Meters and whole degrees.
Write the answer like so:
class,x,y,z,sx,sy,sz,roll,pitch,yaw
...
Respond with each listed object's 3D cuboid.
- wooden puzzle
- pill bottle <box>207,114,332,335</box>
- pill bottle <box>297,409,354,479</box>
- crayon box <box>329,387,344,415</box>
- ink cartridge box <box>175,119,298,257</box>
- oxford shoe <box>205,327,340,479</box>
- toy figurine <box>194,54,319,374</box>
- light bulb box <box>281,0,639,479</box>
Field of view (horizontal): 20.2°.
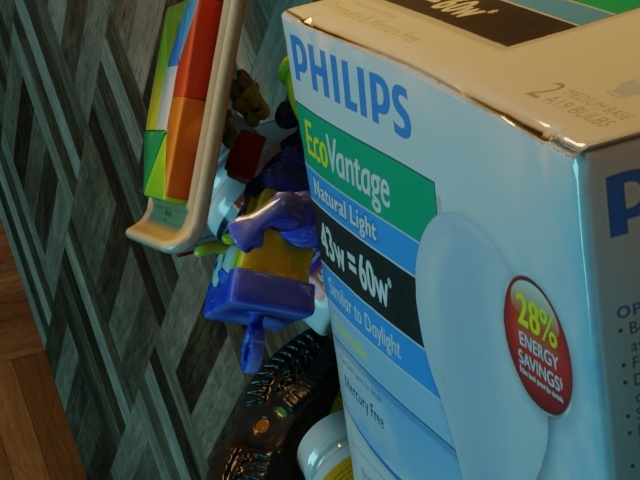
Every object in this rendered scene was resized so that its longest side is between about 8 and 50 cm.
class,x,y,z,sx,sy,sz,roll,pitch,yaw
wooden puzzle,-0.106,-0.111,1.402,0.221,0.044,0.239,-166,91,-75
pill bottle,-0.030,-0.018,1.570,0.193,0.108,0.108,43,153,11
pill bottle,0.058,0.251,1.617,0.208,0.117,0.118,-125,27,-46
crayon box,0.020,0.301,1.830,0.202,0.081,0.319,102,148,-55
ink cartridge box,-0.078,-0.048,1.752,0.231,0.134,0.078,141,112,-71
oxford shoe,-0.029,0.181,1.733,0.082,0.227,0.096,14,152,38
toy figurine,0.000,0.000,1.339,0.362,0.191,0.217,156,132,-71
light bulb box,0.164,0.049,0.978,0.358,0.225,0.361,-144,41,-62
